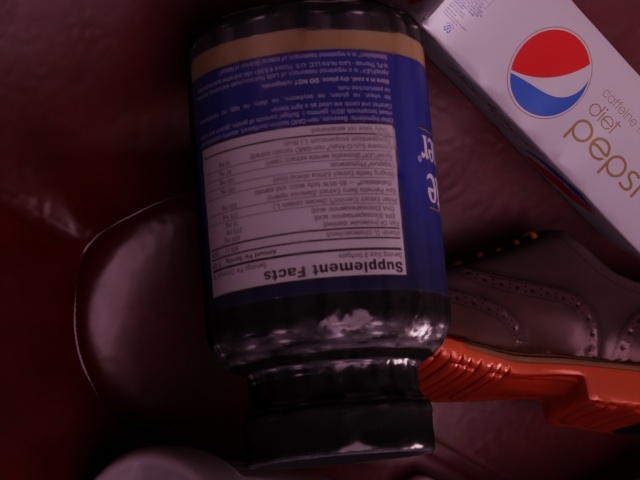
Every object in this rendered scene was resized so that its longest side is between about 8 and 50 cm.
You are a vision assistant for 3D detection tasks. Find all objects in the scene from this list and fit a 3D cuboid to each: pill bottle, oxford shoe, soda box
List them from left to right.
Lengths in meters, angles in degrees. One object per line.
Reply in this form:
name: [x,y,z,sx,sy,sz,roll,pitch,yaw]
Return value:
pill bottle: [0.000,0.000,0.919,0.122,0.123,0.219,-2,80,-20]
oxford shoe: [0.094,0.041,1.051,0.271,0.097,0.098,14,71,-19]
soda box: [0.131,-0.080,1.015,0.069,0.074,0.216,-47,117,-1]

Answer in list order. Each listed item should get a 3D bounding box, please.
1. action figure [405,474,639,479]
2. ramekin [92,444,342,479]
action figure: [0.174,0.274,1.037,0.248,0.275,0.370,33,74,-32]
ramekin: [-0.034,0.240,0.966,0.127,0.273,0.273,1,108,-34]
